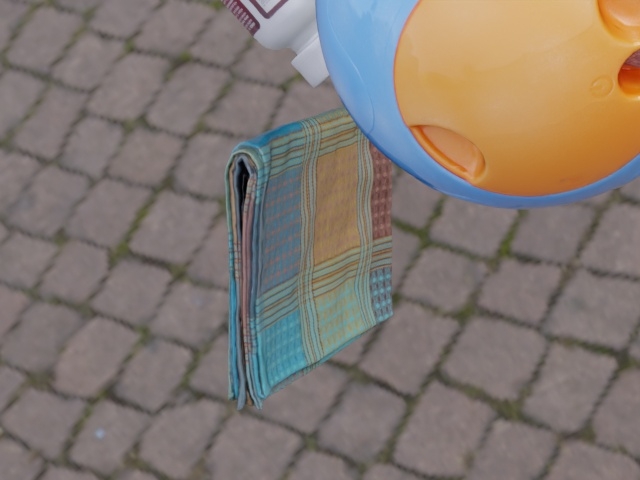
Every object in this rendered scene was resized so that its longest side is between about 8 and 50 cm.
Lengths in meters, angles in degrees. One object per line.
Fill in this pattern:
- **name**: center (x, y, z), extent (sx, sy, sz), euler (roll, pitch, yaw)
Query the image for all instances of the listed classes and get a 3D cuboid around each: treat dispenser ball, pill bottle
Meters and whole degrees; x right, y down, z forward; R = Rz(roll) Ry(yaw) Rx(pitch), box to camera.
- **treat dispenser ball**: center (0.140, -0.164, 1.205), extent (0.288, 0.288, 0.288), euler (-13, 50, 16)
- **pill bottle**: center (-0.042, -0.257, 1.644), extent (0.121, 0.221, 0.121), euler (-42, 3, 3)

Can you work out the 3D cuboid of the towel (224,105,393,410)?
- **towel**: center (0.000, 0.000, 1.863), extent (0.040, 0.272, 0.370), euler (6, 14, 24)
